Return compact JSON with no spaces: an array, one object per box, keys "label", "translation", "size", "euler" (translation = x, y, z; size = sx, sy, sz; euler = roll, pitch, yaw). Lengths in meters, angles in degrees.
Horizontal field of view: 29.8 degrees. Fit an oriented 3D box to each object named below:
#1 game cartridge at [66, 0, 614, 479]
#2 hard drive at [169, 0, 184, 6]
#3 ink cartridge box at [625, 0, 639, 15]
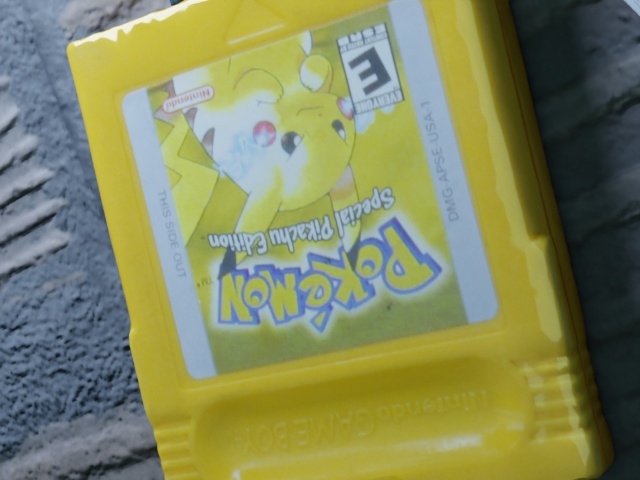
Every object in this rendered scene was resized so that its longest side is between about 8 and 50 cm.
[{"label":"game cartridge","translation":[0.000,0.000,0.720],"size":[0.285,0.053,0.323],"euler":[-14,87,26]},{"label":"hard drive","translation":[-0.041,-0.205,0.739],"size":[0.135,0.022,0.094],"euler":[-14,88,26]},{"label":"ink cartridge box","translation":[0.254,-0.194,0.515],"size":[0.272,0.130,0.309],"euler":[-39,76,-6]}]
